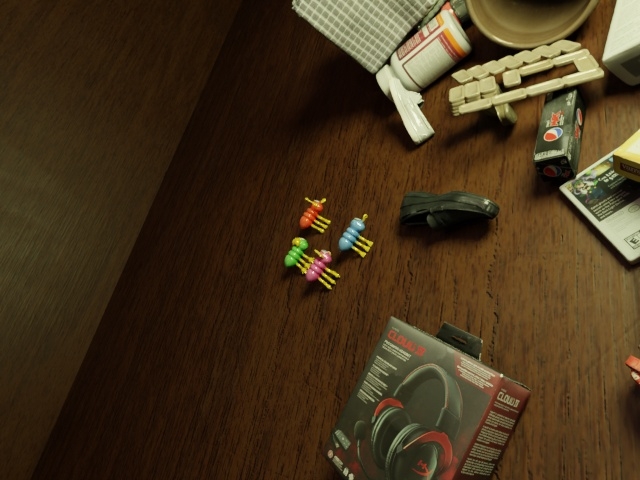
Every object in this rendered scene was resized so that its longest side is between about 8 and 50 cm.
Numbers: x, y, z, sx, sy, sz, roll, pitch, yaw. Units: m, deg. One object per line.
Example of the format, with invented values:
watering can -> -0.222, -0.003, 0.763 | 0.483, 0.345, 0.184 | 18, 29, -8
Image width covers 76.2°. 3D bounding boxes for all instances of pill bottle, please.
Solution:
pill bottle -> 0.258, -0.459, 1.040 | 0.221, 0.121, 0.121 | -32, 44, 35

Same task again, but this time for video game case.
video game case -> 0.490, -0.081, 0.598 | 0.190, 0.022, 0.173 | -39, 41, 24

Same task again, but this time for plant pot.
plant pot -> 0.459, -0.567, 0.826 | 0.263, 0.263, 0.229 | 7, 51, 50

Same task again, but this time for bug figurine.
bug figurine -> 0.000, 0.000, 1.050 | 0.279, 0.072, 0.216 | 29, 88, 53

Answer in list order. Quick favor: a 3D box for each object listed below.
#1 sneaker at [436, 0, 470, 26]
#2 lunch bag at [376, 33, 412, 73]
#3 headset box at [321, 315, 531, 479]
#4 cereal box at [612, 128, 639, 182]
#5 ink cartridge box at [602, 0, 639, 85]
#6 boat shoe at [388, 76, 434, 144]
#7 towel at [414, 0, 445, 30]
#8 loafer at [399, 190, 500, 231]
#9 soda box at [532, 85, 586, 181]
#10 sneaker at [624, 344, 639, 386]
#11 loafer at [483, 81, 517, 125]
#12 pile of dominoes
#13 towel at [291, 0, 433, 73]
sneaker -> 0.382, -0.679, 1.080 | 0.135, 0.098, 0.276 | -18, 54, 41
lunch bag -> 0.130, -0.623, 1.179 | 0.160, 0.262, 0.223 | -42, 37, 19
headset box -> 0.162, 0.274, 0.640 | 0.218, 0.110, 0.293 | 23, 83, 53
cereal box -> 0.548, -0.151, 0.526 | 0.240, 0.047, 0.173 | -42, 40, 2
ink cartridge box -> 0.619, -0.460, 0.589 | 0.384, 0.091, 0.308 | -67, 16, -14
boat shoe -> 0.223, -0.326, 0.997 | 0.063, 0.066, 0.184 | -25, 71, 19
towel -> 0.308, -0.751, 1.080 | 0.324, 0.056, 0.312 | -49, 34, 30
loafer -> 0.247, -0.053, 0.813 | 0.223, 0.076, 0.078 | 10, 77, 56
soda box -> 0.417, -0.186, 0.708 | 0.053, 0.060, 0.168 | -4, 54, 47
sneaker -> 0.422, 0.097, 0.482 | 0.145, 0.090, 0.270 | -33, 50, 27
loafer -> 0.367, -0.280, 0.854 | 0.050, 0.056, 0.148 | -32, 34, 31
pile of dominoes -> 0.386, -0.310, 0.803 | 0.251, 0.040, 0.196 | -9, 40, 25
towel -> 0.106, -0.575, 0.992 | 0.235, 0.284, 0.121 | -50, 30, 26
